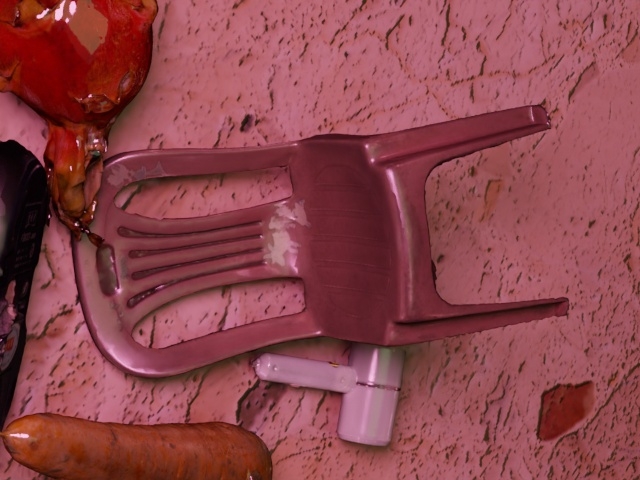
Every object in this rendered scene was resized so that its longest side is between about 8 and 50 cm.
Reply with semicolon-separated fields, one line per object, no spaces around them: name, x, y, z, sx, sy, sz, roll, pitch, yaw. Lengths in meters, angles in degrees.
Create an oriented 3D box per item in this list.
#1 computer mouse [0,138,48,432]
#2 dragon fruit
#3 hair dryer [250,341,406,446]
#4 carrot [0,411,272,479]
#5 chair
computer mouse;-0.249;0.043;1.073;0.096;0.137;0.233;10;91;-3
dragon fruit;-0.178;-0.116;1.126;0.125;0.125;0.246;-10;106;-42
hair dryer;0.002;0.118;1.289;0.137;0.047;0.082;13;86;-27
carrot;-0.137;0.156;1.126;0.298;0.078;0.078;21;80;-54
chair;0.000;0.000;1.199;0.327;0.183;0.175;-12;98;-33
